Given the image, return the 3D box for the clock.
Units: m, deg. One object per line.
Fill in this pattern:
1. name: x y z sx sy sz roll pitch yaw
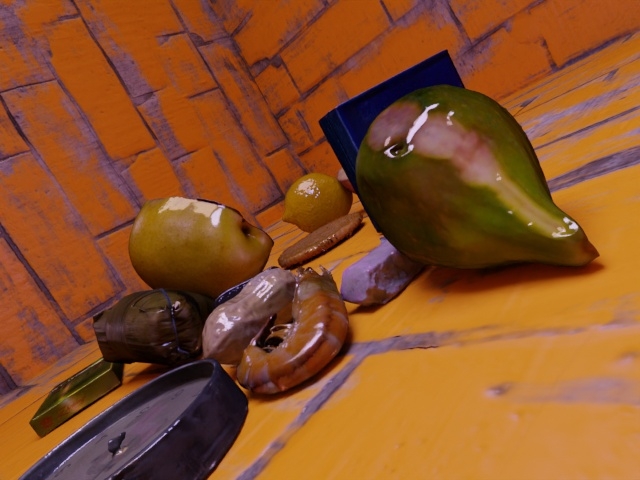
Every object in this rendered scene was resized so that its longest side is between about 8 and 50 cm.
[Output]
1. clock: -0.208 0.224 0.498 0.280 0.055 0.280 -29 7 4

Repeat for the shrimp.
1. shrimp: -0.028 0.099 0.592 0.150 0.068 0.248 -25 16 17

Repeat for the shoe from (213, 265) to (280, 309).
1. shoe: -0.143 0.109 0.990 0.159 0.062 0.053 -33 -5 -17

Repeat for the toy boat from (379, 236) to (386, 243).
1. toy boat: 0.128 0.001 0.807 0.096 0.034 0.122 -35 1 -33

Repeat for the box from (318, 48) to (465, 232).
1. box: 0.182 -0.195 0.960 0.279 0.261 0.116 -32 10 -17

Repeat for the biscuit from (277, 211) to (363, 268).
1. biscuit: 0.000 0.000 1.229 0.254 0.035 0.254 -29 9 5

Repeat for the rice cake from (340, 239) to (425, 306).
1. rice cake: 0.159 -0.018 0.691 0.365 0.056 0.073 -36 12 -35

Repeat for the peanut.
1. peanut: -0.091 0.106 0.690 0.098 0.090 0.214 -26 10 37

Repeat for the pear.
1. pear: -0.311 0.058 1.179 0.386 0.340 0.191 -12 50 48

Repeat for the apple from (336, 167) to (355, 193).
1. apple: 0.208 -0.214 1.362 0.293 0.163 0.251 -41 16 11

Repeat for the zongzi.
1. zongzi: -0.257 0.152 0.958 0.286 0.138 0.300 -11 -1 43

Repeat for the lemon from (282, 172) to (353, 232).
1. lemon: -0.006 -0.114 1.443 0.244 0.187 0.187 -27 7 -15

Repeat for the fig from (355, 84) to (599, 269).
1. fig: 0.163 -0.040 0.498 0.206 0.206 0.275 -31 41 -8

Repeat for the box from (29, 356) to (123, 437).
1. box: -0.532 0.326 1.080 0.173 0.043 0.311 -33 8 -19
